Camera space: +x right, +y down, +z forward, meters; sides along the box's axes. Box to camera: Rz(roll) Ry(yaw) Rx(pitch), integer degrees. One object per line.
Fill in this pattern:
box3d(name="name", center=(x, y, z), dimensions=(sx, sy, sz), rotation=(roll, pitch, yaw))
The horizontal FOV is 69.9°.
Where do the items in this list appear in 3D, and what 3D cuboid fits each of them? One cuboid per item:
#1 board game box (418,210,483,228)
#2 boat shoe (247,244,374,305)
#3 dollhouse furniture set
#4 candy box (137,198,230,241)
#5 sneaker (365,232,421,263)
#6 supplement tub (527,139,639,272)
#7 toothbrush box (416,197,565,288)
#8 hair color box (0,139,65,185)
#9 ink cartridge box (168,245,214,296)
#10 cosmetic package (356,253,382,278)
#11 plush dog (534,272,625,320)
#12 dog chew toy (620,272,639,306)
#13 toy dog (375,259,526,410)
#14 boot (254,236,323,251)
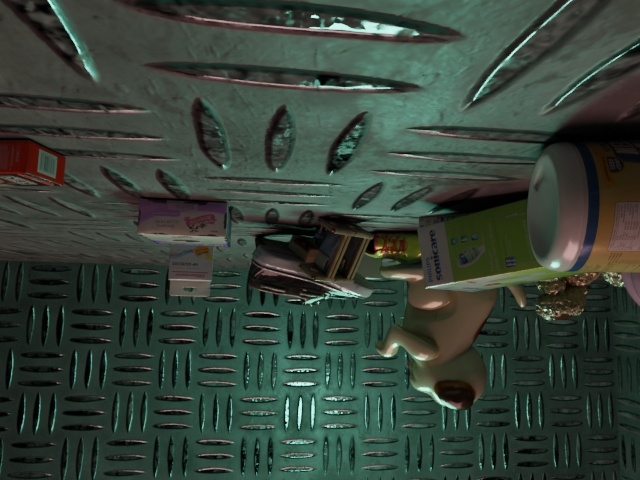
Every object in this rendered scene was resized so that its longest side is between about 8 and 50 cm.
box3d(name="board game box", center=(0.303, -0.035, 0.977), dimensions=(0.154, 0.026, 0.104), rotation=(-5, 170, 38))
box3d(name="boat shoe", center=(-0.028, 0.106, 1.171), dimensions=(0.336, 0.119, 0.121), rotation=(18, -164, -19))
box3d(name="dollhouse furniture set", center=(0.000, 0.000, 1.086), dimensions=(0.129, 0.129, 0.184), rotation=(9, -161, -43))
box3d(name="candy box", center=(-0.272, -0.031, 0.951), dimensions=(0.165, 0.070, 0.196), rotation=(3, 173, -9))
box3d(name="sneaker", center=(0.182, 0.016, 1.200), dimensions=(0.209, 0.081, 0.094), rotation=(-4, 169, 38))
box3d(name="supplement tub", center=(0.345, -0.037, 0.495), dimensions=(0.200, 0.144, 0.144), rotation=(0, 173, 10))
box3d(name="toothbrush box", center=(0.354, 0.013, 0.830), dimensions=(0.283, 0.122, 0.206), rotation=(-15, 164, 39))
box3d(name="hair color box", center=(-0.410, -0.096, 0.576), dimensions=(0.141, 0.043, 0.072), rotation=(1, 174, 5))
box3d(name="ink cartridge box", center=(-0.320, 0.048, 1.138), dimensions=(0.105, 0.181, 0.061), rotation=(3, 173, -15))
box3d(name="cosmetic package", center=(0.078, 0.067, 1.479), dimensions=(0.231, 0.117, 0.085), rotation=(4, 173, -7))
box3d(name="plush dog", center=(0.520, 0.027, 1.009), dimensions=(0.226, 0.210, 0.262), rotation=(18, 139, -18))
box3d(name="dog chew toy", center=(0.531, 0.034, 0.647), dimensions=(0.207, 0.206, 0.332), rotation=(-5, -179, 42))
box3d(name="toy dog", center=(0.355, 0.255, 1.285), dimensions=(0.396, 0.407, 0.284), rotation=(-2, -175, 14))
box3d(name="boot", center=(-0.080, 0.029, 1.311), dimensions=(0.161, 0.083, 0.247), rotation=(-19, -158, -25))
